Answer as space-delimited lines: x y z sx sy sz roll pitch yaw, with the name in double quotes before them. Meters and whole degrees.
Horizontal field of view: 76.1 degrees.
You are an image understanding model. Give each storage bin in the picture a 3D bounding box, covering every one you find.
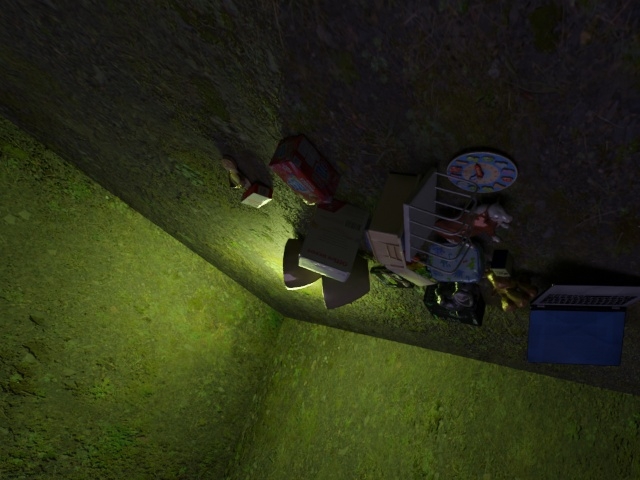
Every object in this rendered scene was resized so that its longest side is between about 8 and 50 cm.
"storage bin" 0.282 -0.066 1.482 0.123 0.262 0.260 12 156 23

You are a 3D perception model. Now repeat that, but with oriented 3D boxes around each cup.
"cup" 0.141 0.193 2.182 0.237 0.331 0.331 -6 152 7

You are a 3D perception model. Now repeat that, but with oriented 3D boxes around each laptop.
"laptop" 1.075 0.344 1.637 0.381 0.236 0.408 0 155 7

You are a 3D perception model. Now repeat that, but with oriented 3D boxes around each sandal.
"sandal" -0.388 -0.275 1.826 0.088 0.079 0.240 12 156 20

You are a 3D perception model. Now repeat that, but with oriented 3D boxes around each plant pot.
"plant pot" -0.078 0.129 2.250 0.190 0.284 0.284 0 153 11

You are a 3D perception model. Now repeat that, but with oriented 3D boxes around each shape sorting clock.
"shape sorting clock" 0.498 -0.207 1.269 0.206 0.040 0.206 18 157 8

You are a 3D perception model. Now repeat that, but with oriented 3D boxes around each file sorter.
"file sorter" 0.396 -0.057 1.335 0.173 0.193 0.278 22 147 30

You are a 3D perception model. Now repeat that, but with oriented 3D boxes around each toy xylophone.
"toy xylophone" 0.441 0.146 2.052 0.322 0.081 0.236 32 155 -24

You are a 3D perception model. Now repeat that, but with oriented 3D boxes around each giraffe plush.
"giraffe plush" 0.796 0.176 1.763 0.170 0.181 0.210 44 -176 -24

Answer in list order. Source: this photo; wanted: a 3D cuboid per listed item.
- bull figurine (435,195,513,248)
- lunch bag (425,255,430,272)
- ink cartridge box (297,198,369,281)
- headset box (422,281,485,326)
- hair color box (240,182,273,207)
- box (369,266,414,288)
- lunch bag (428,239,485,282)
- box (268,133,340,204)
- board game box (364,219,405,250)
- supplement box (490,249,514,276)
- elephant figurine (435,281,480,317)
"bull figurine" 0.561 -0.058 1.468 0.188 0.101 0.310 33 154 -29
"lunch bag" 0.553 0.112 1.877 0.128 0.096 0.151 13 172 10
"ink cartridge box" 0.056 -0.009 1.745 0.226 0.306 0.131 20 157 3
"headset box" 0.705 0.333 2.181 0.283 0.131 0.246 6 152 33
"hair color box" -0.299 -0.208 1.914 0.093 0.053 0.167 17 160 -28
"box" 0.399 0.208 2.275 0.184 0.045 0.190 0 150 45
"lunch bag" 0.567 0.083 1.705 0.219 0.090 0.176 -1 104 38
"box" -0.054 -0.255 1.521 0.122 0.128 0.257 0 150 41
"board game box" 0.282 -0.016 1.857 0.194 0.060 0.194 7 154 31
"supplement box" 0.745 0.095 1.674 0.056 0.083 0.083 -1 150 44
"elephant figurine" 0.673 0.237 1.931 0.186 0.169 0.239 18 147 -24
